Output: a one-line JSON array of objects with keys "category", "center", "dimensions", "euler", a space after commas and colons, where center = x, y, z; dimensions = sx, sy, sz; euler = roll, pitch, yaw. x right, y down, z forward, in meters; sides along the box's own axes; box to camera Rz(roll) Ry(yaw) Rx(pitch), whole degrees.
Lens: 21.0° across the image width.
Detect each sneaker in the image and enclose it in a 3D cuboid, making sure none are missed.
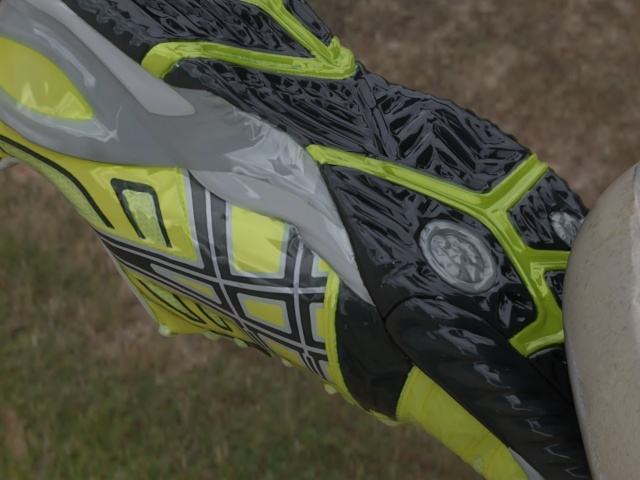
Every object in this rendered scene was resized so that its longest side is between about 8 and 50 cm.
[{"category": "sneaker", "center": [0.000, 0.000, 0.812], "dimensions": [0.385, 0.147, 0.145], "euler": [42, 39, 11]}]

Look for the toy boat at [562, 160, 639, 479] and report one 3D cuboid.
[{"category": "toy boat", "center": [0.225, 0.094, 0.685], "dimensions": [0.148, 0.318, 0.267], "euler": [-34, 25, 20]}]
